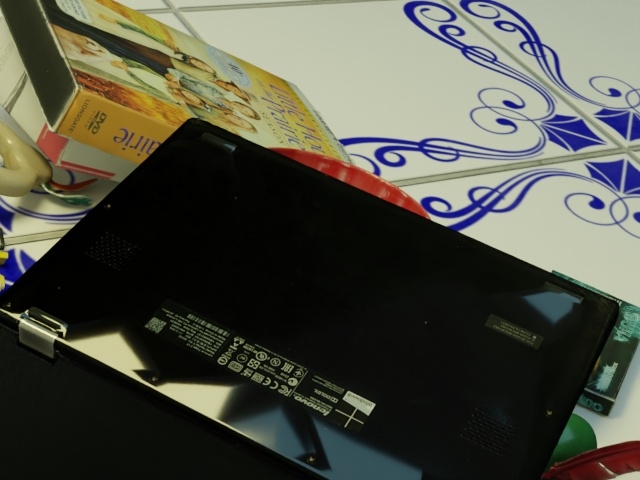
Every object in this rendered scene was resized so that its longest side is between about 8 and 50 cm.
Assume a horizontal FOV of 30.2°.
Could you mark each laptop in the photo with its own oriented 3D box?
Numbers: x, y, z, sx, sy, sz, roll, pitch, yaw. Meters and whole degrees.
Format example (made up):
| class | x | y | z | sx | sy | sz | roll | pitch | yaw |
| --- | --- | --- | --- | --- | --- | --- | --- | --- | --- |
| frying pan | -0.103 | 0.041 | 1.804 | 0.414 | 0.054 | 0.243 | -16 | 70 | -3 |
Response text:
| class | x | y | z | sx | sy | sz | roll | pitch | yaw |
| --- | --- | --- | --- | --- | --- | --- | --- | --- | --- |
| laptop | -0.048 | 0.167 | 0.876 | 0.382 | 0.236 | 0.408 | 25 | 47 | 15 |

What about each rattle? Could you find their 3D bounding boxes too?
| class | x | y | z | sx | sy | sz | roll | pitch | yaw |
| --- | --- | --- | --- | --- | --- | --- | --- | --- | --- |
| rattle | -0.367 | -0.057 | 1.329 | 0.130 | 0.143 | 0.200 | 39 | 6 | 42 |

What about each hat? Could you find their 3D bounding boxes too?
| class | x | y | z | sx | sy | sz | roll | pitch | yaw |
| --- | --- | --- | --- | --- | --- | --- | --- | --- | --- |
| hat | 0.212 | 0.169 | 1.067 | 0.208 | 0.183 | 0.173 | 8 | 36 | -8 |

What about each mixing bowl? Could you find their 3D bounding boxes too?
| class | x | y | z | sx | sy | sz | roll | pitch | yaw |
| --- | --- | --- | --- | --- | --- | --- | --- | --- | --- |
| mixing bowl | 0.000 | 0.000 | 1.059 | 0.181 | 0.098 | 0.181 | 17 | 22 | -7 |

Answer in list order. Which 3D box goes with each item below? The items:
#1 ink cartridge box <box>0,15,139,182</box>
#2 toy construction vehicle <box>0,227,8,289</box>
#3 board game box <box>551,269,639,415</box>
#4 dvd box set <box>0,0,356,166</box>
| class | x | y | z | sx | sy | sz | roll | pitch | yaw |
| --- | --- | --- | --- | --- | --- | --- | --- | --- | --- |
| ink cartridge box | -0.285 | -0.164 | 1.404 | 0.218 | 0.092 | 0.158 | 41 | 17 | 35 |
| toy construction vehicle | -0.364 | 0.025 | 1.214 | 0.086 | 0.035 | 0.098 | 6 | 37 | -29 |
| board game box | 0.286 | 0.109 | 1.314 | 0.126 | 0.026 | 0.186 | 25 | 36 | 15 |
| dvd box set | -0.145 | -0.155 | 1.358 | 0.420 | 0.062 | 0.307 | 20 | 25 | -37 |
